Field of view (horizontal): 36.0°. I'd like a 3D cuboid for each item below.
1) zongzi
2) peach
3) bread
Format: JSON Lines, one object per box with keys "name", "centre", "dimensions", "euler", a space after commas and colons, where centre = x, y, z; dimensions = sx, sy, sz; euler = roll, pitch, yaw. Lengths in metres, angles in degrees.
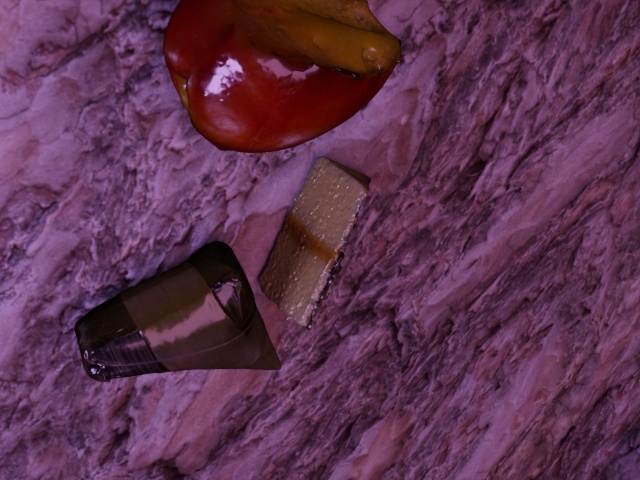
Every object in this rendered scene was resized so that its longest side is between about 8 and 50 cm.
{"name": "zongzi", "centre": [-0.222, 0.185, 1.617], "dimensions": [0.289, 0.154, 0.318], "euler": [-26, 132, -7]}
{"name": "peach", "centre": [-0.044, -0.264, 1.388], "dimensions": [0.338, 0.281, 0.281], "euler": [-21, 124, -10]}
{"name": "bread", "centre": [0.000, 0.000, 1.661], "dimensions": [0.266, 0.141, 0.178], "euler": [-62, 168, 10]}
